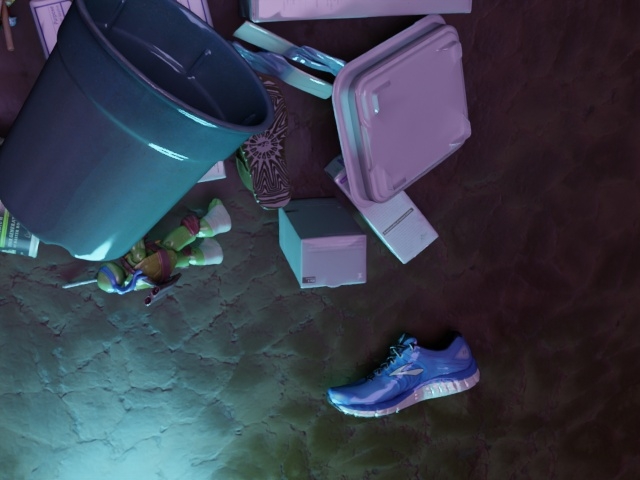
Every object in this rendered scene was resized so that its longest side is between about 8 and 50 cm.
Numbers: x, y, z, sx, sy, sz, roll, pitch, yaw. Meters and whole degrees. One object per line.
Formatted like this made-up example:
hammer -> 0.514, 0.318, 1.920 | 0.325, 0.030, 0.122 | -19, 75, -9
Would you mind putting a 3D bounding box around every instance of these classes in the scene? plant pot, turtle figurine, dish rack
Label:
plant pot -> -0.306, -0.168, 1.373 | 0.341, 0.341, 0.334 | 34, 115, -21
turtle figurine -> -0.321, -0.007, 1.674 | 0.266, 0.275, 0.197 | -18, 110, -35
dish rack -> 0.170, -0.234, 1.669 | 0.333, 0.072, 0.285 | -36, 129, -33

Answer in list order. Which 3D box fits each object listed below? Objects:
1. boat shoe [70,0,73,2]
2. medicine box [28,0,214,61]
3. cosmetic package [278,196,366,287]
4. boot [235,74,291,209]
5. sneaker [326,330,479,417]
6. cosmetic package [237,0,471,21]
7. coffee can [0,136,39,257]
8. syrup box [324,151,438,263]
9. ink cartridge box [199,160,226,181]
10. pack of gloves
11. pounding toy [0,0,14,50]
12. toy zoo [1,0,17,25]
boat shoe -> -0.360, -0.604, 1.336 | 0.156, 0.187, 0.500 | -28, 122, -30
medicine box -> -0.325, -0.320, 1.578 | 0.289, 0.149, 0.263 | -16, 109, -9
cosmetic package -> 0.000, 0.000, 1.709 | 0.127, 0.238, 0.107 | -5, 108, -13
boot -> -0.116, -0.181, 1.611 | 0.089, 0.269, 0.236 | -5, 104, -9
sneaker -> 0.164, 0.272, 1.911 | 0.330, 0.130, 0.147 | -16, 95, -12
cosmetic package -> 0.053, -0.471, 1.594 | 0.385, 0.217, 0.156 | -4, 107, -11
coffee can -> -0.610, -0.090, 1.549 | 0.275, 0.201, 0.201 | 9, 104, -17
syrup box -> 0.120, -0.076, 1.793 | 0.096, 0.093, 0.237 | -40, 111, 1
ink cartridge box -> -0.286, -0.151, 1.639 | 0.208, 0.153, 0.086 | -10, 109, -9
pack of gloves -> -0.053, -0.336, 1.630 | 0.232, 0.195, 0.046 | 20, 78, -19
pounding toy -> -0.537, -0.388, 1.475 | 0.100, 0.141, 0.130 | 9, 104, -17
toy zoo -> -0.609, -0.486, 1.520 | 0.192, 0.030, 0.293 | -37, 112, -1
